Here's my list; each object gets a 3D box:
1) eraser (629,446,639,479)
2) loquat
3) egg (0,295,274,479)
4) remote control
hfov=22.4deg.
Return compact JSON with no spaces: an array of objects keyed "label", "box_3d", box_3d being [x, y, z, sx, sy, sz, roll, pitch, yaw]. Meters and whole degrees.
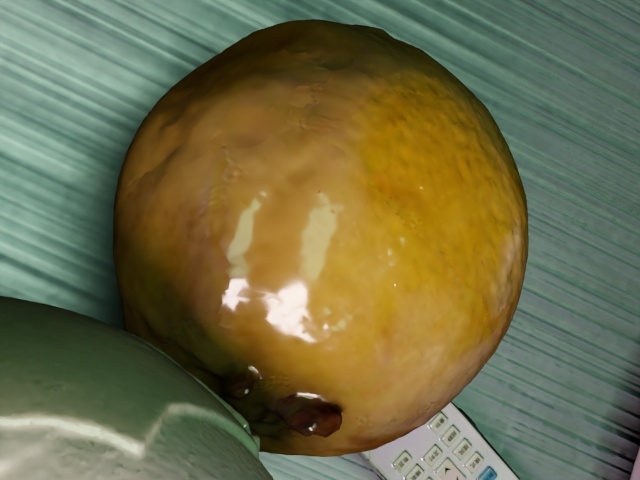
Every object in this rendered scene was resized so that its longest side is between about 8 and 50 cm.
[{"label":"eraser","box_3d":[0.276,0.125,1.019,0.204,0.059,0.243,2,92,-18]},{"label":"loquat","box_3d":[0.000,0.000,0.865,0.238,0.193,0.238,9,75,-38]},{"label":"egg","box_3d":[-0.140,0.168,0.730,0.336,0.278,0.278,17,82,26]},{"label":"remote control","box_3d":[0.071,0.135,0.969,0.065,0.029,0.166,-46,107,-14]}]
